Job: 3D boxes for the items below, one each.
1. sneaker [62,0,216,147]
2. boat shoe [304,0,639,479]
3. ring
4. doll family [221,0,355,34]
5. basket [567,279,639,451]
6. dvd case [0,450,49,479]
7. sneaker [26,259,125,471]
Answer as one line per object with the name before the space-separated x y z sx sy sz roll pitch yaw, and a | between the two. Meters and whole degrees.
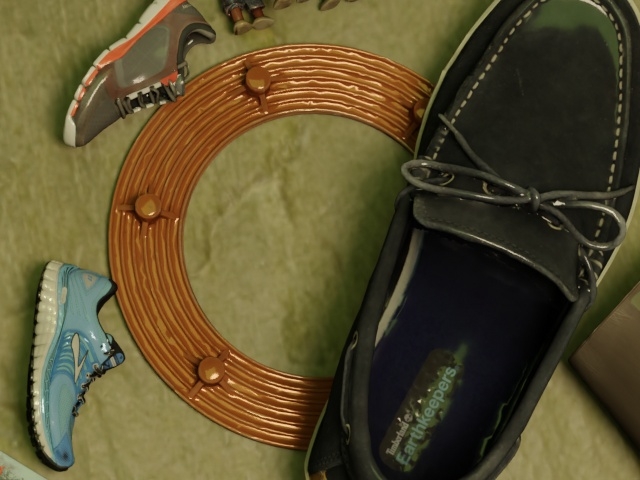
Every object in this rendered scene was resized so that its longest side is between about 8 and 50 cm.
sneaker | -0.141 -0.128 1.457 0.065 0.061 0.158 37 75 5
boat shoe | 0.135 0.002 1.392 0.187 0.156 0.500 25 74 0
ring | 0.000 0.000 1.466 0.336 0.032 0.336 2 77 -7
doll family | -0.012 -0.250 1.504 0.193 0.076 0.111 -16 76 -17
basket | 0.316 0.124 1.424 0.227 0.154 0.204 42 104 9
dvd case | -0.259 0.199 1.391 0.119 0.013 0.087 32 75 1
sneaker | -0.185 0.096 1.401 0.073 0.063 0.162 6 77 -10
